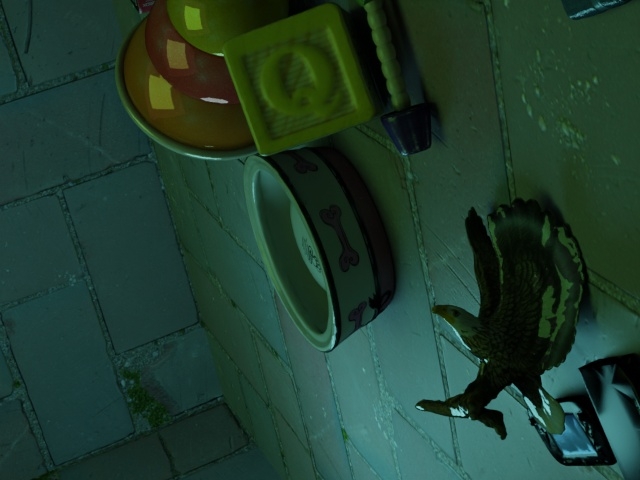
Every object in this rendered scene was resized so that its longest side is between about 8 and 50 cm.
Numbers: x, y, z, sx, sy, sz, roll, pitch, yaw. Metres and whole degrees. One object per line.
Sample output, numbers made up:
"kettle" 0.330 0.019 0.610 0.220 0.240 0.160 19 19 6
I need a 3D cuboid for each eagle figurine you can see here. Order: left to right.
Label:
"eagle figurine" 0.247 0.106 1.621 0.226 0.298 0.225 16 167 32

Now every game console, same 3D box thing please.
"game console" 0.380 0.270 1.612 0.213 0.044 0.361 68 164 5

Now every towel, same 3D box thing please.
"towel" 0.290 -0.273 1.254 0.067 0.029 0.119 71 163 -5

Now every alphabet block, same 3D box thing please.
"alphabet block" -0.022 -0.251 1.877 0.197 0.193 0.192 -39 -72 -81

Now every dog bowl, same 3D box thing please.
"dog bowl" 0.000 0.000 2.299 0.408 0.150 0.408 56 159 36

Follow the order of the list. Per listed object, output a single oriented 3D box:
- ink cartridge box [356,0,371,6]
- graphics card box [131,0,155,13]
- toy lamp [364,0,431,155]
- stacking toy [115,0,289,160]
"ink cartridge box" 0.050 -0.472 1.592 0.189 0.097 0.255 49 158 18
"graphics card box" -0.279 -0.631 2.259 0.094 0.233 0.370 -123 21 -47
"toy lamp" 0.104 -0.262 1.775 0.080 0.080 0.274 13 123 71
"stacking toy" -0.157 -0.393 2.061 0.350 0.351 0.480 63 154 20
